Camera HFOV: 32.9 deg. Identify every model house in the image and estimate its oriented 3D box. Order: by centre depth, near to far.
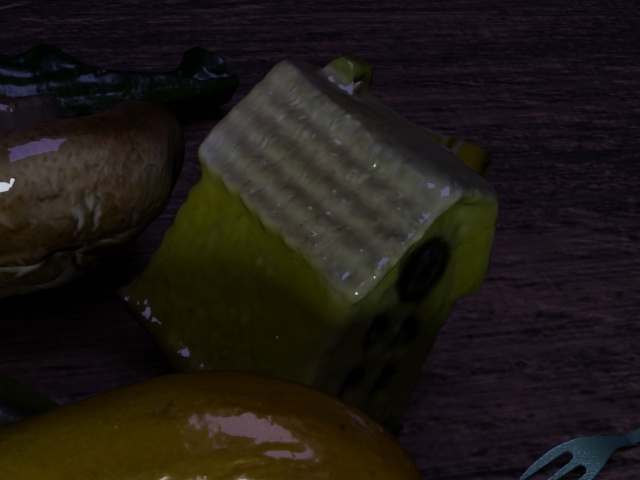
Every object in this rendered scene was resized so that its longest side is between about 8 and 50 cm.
[{"bbox_3d":[0.000,0.000,0.759,0.174,0.234,0.193,-1,34,-48],"label":"model house"}]

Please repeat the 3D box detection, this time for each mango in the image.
[{"bbox_3d":[-0.072,0.159,0.631,0.316,0.177,0.119,2,24,-6],"label":"mango"}]

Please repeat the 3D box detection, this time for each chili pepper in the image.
[{"bbox_3d":[-0.204,-0.143,1.031,0.253,0.083,0.099,-8,34,-25],"label":"chili pepper"}]

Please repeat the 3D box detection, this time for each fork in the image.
[{"bbox_3d":[0.250,0.143,0.836,0.235,0.021,0.039,-19,51,-29],"label":"fork"}]

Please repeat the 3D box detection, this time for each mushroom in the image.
[{"bbox_3d":[-0.226,-0.031,0.791,0.278,0.146,0.278,-16,3,1],"label":"mushroom"}]

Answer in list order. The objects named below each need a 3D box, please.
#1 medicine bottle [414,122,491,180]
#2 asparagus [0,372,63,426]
[{"bbox_3d":[0.030,-0.056,0.944,0.212,0.122,0.122,21,42,12],"label":"medicine bottle"},{"bbox_3d":[-0.244,0.110,0.743,0.277,0.060,0.067,25,26,21],"label":"asparagus"}]
